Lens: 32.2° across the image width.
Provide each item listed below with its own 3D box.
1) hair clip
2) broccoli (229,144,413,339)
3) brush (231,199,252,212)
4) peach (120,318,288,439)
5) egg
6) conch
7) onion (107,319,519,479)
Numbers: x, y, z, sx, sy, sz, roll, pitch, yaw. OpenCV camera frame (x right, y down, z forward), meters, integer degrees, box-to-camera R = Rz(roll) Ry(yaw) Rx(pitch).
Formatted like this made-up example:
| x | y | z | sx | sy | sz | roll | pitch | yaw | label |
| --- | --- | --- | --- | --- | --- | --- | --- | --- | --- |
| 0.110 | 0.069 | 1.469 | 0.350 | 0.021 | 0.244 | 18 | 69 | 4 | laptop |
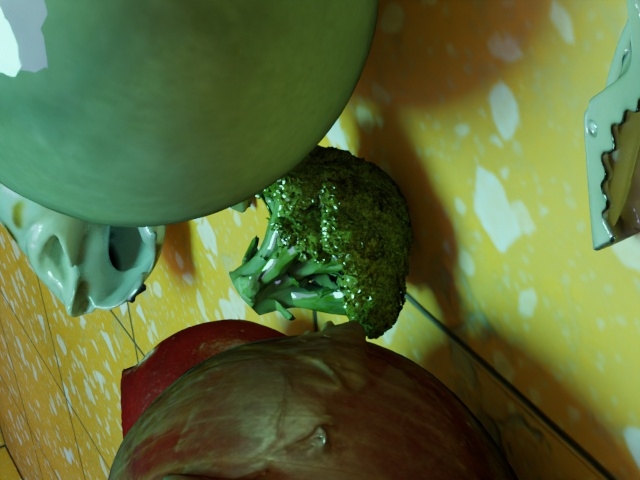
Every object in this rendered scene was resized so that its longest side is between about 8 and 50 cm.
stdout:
| x | y | z | sx | sy | sz | roll | pitch | yaw | label |
| --- | --- | --- | --- | --- | --- | --- | --- | --- | --- |
| 0.136 | -0.082 | 0.450 | 0.072 | 0.034 | 0.226 | 58 | 156 | 31 | hair clip |
| 0.000 | 0.000 | 0.701 | 0.131 | 0.120 | 0.130 | 49 | -176 | -42 | broccoli |
| -0.099 | -0.152 | 0.882 | 0.054 | 0.048 | 0.282 | 39 | 144 | 54 | brush |
| -0.072 | 0.152 | 0.896 | 0.197 | 0.197 | 0.197 | 46 | 147 | 41 | peach |
| -0.096 | -0.140 | 0.601 | 0.352 | 0.259 | 0.258 | -133 | 27 | -73 | egg |
| -0.250 | -0.068 | 1.138 | 0.149 | 0.183 | 0.274 | -79 | -18 | -74 | conch |
| 0.001 | 0.223 | 0.645 | 0.353 | 0.354 | 0.353 | 46 | 147 | 41 | onion |
